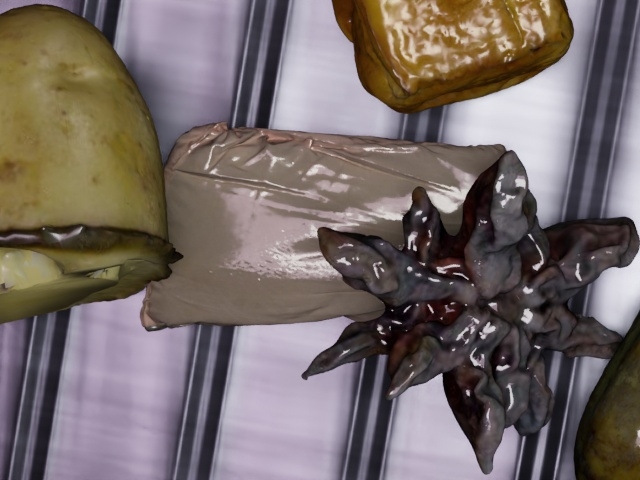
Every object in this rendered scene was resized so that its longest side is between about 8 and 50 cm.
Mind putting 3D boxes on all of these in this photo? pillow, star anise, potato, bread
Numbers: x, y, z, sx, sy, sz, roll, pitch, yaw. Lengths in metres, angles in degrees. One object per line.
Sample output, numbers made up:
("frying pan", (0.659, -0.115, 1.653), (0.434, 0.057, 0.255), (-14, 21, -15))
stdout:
("pillow", (0.000, 0.000, 1.366), (0.270, 0.067, 0.173), (6, 99, 6))
("star anise", (0.120, 0.050, 1.285), (0.283, 0.129, 0.212), (24, 90, -38))
("potato", (-0.227, -0.054, 1.321), (0.243, 0.285, 0.242), (8, 71, -25))
("bread", (0.069, -0.247, 1.315), (0.167, 0.132, 0.294), (-18, 89, 7))

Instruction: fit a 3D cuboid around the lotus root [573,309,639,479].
("lotus root", (0.281, 0.120, 1.294), (0.173, 0.173, 0.309), (36, 93, 4))
